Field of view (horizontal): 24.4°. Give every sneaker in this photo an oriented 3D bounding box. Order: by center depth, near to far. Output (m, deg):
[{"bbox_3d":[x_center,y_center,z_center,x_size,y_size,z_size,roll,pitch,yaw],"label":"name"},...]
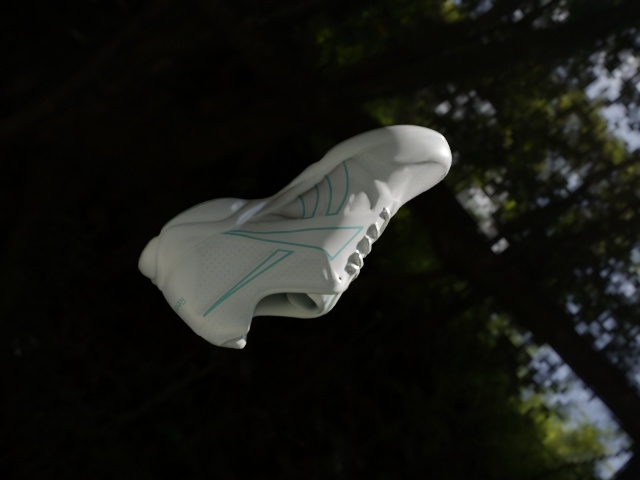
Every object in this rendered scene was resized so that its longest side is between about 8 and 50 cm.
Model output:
[{"bbox_3d":[0.000,0.000,0.636,0.061,0.152,0.054,53,-26,20],"label":"sneaker"}]
